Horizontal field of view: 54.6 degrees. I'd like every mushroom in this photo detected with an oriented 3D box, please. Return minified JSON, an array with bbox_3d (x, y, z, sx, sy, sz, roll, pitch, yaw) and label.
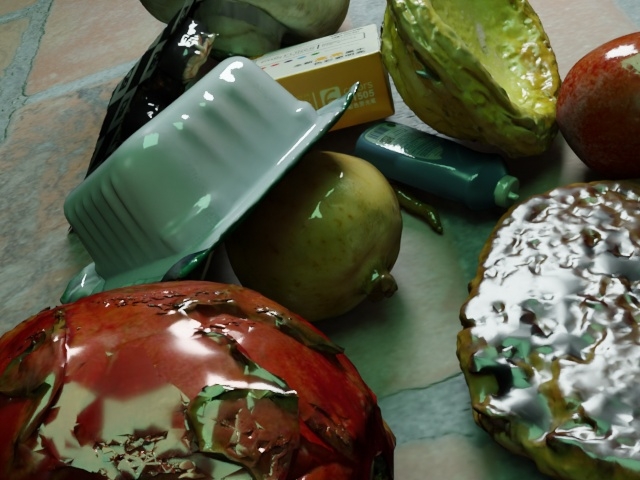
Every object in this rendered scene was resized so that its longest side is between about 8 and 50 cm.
[{"bbox_3d":[-0.125,-0.411,0.992,0.351,0.352,0.261,13,96,29],"label":"mushroom"}]

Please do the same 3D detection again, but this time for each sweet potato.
[{"bbox_3d":[0.106,-0.045,0.730,0.026,0.026,0.115,-38,47,-17],"label":"sweet potato"}]

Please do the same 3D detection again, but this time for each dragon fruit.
[{"bbox_3d":[-0.101,0.166,0.415,0.301,0.296,0.296,-1,48,17],"label":"dragon fruit"}]

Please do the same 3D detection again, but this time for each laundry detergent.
[{"bbox_3d":[0.141,-0.085,0.719,0.206,0.061,0.096,27,30,37],"label":"laundry detergent"}]

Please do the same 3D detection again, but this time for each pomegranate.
[{"bbox_3d":[0.000,0.000,0.629,0.196,0.196,0.196,-10,46,11],"label":"pomegranate"}]

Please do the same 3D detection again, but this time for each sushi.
[{"bbox_3d":[-0.234,-0.175,0.868,0.059,0.294,0.292,30,50,-12],"label":"sushi"}]

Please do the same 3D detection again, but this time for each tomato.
[{"bbox_3d":[0.329,-0.137,0.646,0.167,0.167,0.167,-10,46,11],"label":"tomato"}]

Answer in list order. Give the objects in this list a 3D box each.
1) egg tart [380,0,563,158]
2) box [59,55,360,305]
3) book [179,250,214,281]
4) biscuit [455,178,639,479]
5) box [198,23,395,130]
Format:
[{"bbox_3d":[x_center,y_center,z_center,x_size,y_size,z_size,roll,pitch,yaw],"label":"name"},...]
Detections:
[{"bbox_3d":[0.162,-0.214,0.713,0.123,0.294,0.294,-31,31,44],"label":"egg tart"},{"bbox_3d":[-0.145,-0.066,0.613,0.336,0.106,0.264,-17,28,54],"label":"box"},{"bbox_3d":[-0.197,0.041,0.766,0.127,0.014,0.182,-4,48,17],"label":"book"},{"bbox_3d":[0.268,0.069,0.527,0.289,0.081,0.334,15,51,31],"label":"biscuit"},{"bbox_3d":[-0.040,-0.205,0.850,0.273,0.091,0.221,-14,26,8],"label":"box"}]
